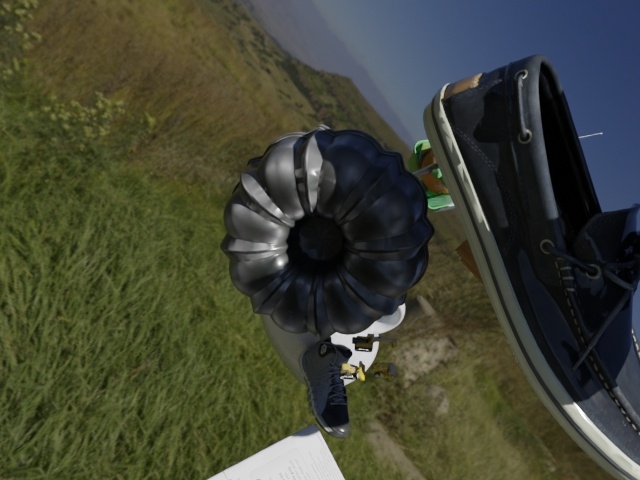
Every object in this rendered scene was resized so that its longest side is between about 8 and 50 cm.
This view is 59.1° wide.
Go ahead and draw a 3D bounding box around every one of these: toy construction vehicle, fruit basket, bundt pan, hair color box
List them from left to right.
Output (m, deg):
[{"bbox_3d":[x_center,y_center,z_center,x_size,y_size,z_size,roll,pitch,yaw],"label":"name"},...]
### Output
[{"bbox_3d":[-0.112,0.442,0.860,0.338,0.110,0.185,-13,64,-41],"label":"hair color box"},{"bbox_3d":[0.000,0.000,0.829,0.331,0.331,0.124,54,17,-5],"label":"bundt pan"},{"bbox_3d":[0.086,0.207,1.007,0.035,0.098,0.086,85,12,-47],"label":"toy construction vehicle"},{"bbox_3d":[0.345,-0.154,1.203,0.353,0.327,0.165,-176,-104,-73],"label":"fruit basket"}]

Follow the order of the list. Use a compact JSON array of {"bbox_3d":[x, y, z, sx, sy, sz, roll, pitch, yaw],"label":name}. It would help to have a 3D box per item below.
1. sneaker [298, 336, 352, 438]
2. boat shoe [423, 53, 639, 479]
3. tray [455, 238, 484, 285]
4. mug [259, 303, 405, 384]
[{"bbox_3d":[0.031,0.308,1.249,0.086,0.132,0.229,16,35,-41],"label":"sneaker"},{"bbox_3d":[0.279,0.022,0.620,0.186,0.156,0.500,-7,73,-52],"label":"boat shoe"},{"bbox_3d":[0.366,0.147,0.839,0.411,0.076,0.203,50,10,11],"label":"tray"},{"bbox_3d":[0.030,0.181,1.451,0.328,0.374,0.276,66,22,-46],"label":"mug"}]
